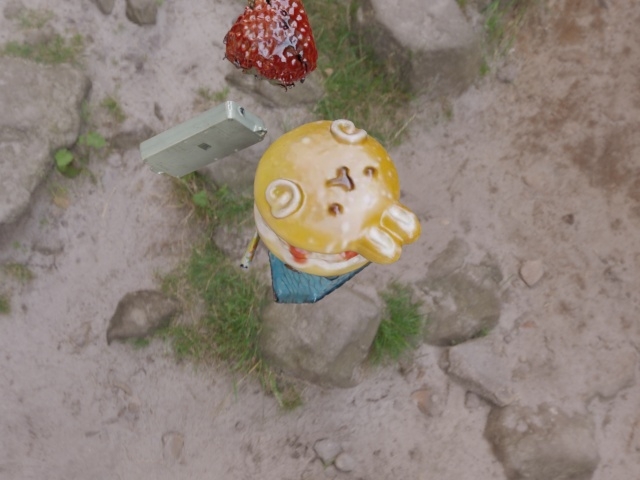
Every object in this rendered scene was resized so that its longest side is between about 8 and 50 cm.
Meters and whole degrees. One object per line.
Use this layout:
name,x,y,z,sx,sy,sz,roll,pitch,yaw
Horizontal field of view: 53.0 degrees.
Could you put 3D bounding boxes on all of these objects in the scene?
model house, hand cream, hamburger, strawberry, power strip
model house,0.000,0.000,1.389,0.261,0.241,0.226,-31,74,-35
hand cream,-0.136,0.012,1.286,0.022,0.102,0.035,31,20,16
hamburger,0.025,-0.065,1.133,0.261,0.186,0.303,-34,78,-16
strawberry,-0.103,-0.555,1.744,0.253,0.150,0.280,34,89,-14
power strip,-0.237,-0.200,1.288,0.270,0.118,0.046,-18,65,26

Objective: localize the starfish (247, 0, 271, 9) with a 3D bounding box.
starfish,-0.103,-0.585,1.311,0.057,0.213,0.238,8,84,-49
